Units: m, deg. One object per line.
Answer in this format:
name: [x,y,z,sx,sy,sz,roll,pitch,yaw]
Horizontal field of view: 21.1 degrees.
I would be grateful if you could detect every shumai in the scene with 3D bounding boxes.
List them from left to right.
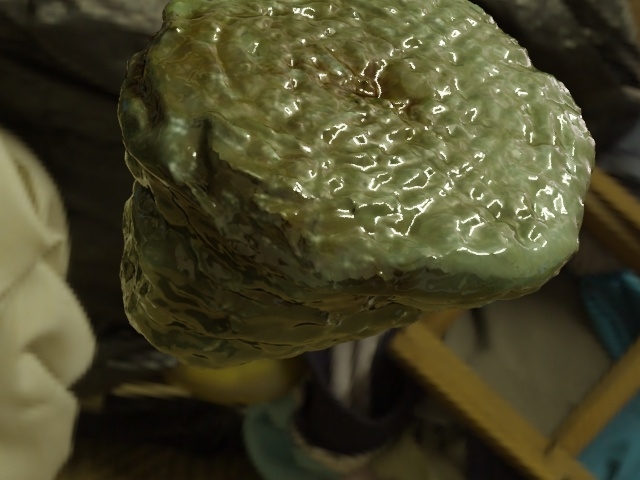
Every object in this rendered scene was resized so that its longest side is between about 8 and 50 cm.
shumai: [0.000,0.000,1.064,0.309,0.263,0.304,-11,51,-36]
